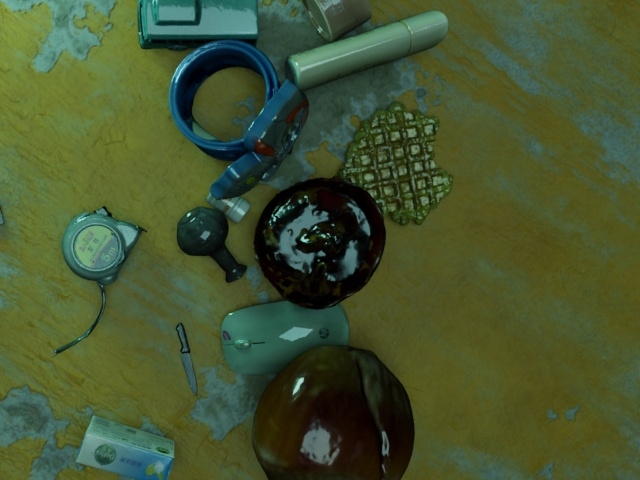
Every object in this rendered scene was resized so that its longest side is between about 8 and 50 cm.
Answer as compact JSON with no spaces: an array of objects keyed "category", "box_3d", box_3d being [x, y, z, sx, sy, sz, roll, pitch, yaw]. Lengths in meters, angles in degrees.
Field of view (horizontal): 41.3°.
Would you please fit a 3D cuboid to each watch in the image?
[{"category":"watch","box_3d":[-0.196,-0.254,1.817,0.274,0.241,0.305,35,85,7]}]

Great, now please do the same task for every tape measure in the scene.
[{"category":"tape measure","box_3d":[-0.519,0.085,1.832,0.164,0.084,0.330,32,86,-8]}]

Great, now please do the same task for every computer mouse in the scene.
[{"category":"computer mouse","box_3d":[-0.075,0.216,1.910,0.288,0.097,0.159,-8,97,-10]}]

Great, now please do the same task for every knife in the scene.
[{"category":"knife","box_3d":[-0.301,0.269,1.917,0.023,0.010,0.170,-14,97,-9]}]

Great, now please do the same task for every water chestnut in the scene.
[{"category":"water chestnut","box_3d":[0.000,0.000,1.818,0.300,0.300,0.300,-1,93,-9]}]

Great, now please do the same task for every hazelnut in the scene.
[{"category":"hazelnut","box_3d":[0.025,0.401,1.827,0.372,0.315,0.372,-2,93,-35]}]

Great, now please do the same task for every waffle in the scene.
[{"category":"waffle","box_3d":[0.185,-0.171,1.953,0.291,0.051,0.291,0,92,-9]}]

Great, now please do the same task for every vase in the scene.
[{"category":"vase","box_3d":[-0.232,0.014,1.871,0.120,0.120,0.183,-40,113,-5]}]

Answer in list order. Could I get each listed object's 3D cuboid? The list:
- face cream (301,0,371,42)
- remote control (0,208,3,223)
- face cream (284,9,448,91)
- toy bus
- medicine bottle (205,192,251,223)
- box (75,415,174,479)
[{"category":"face cream","box_3d":[0.030,-0.522,1.858,0.104,0.149,0.149,-32,98,-5]},{"category":"remote control","box_3d":[-0.711,-0.078,1.828,0.039,0.014,0.096,-16,94,-8]},{"category":"face cream","box_3d":[0.097,-0.415,1.864,0.348,0.173,0.081,-20,96,-9]},{"category":"toy bus","box_3d":[-0.261,-0.476,1.815,0.256,0.147,0.128,-2,92,-10]},{"category":"medicine bottle","box_3d":[-0.205,-0.084,1.890,0.089,0.057,0.057,37,87,-10]},{"category":"box","box_3d":[-0.418,0.455,1.842,0.194,0.139,0.073,20,90,-10]}]
